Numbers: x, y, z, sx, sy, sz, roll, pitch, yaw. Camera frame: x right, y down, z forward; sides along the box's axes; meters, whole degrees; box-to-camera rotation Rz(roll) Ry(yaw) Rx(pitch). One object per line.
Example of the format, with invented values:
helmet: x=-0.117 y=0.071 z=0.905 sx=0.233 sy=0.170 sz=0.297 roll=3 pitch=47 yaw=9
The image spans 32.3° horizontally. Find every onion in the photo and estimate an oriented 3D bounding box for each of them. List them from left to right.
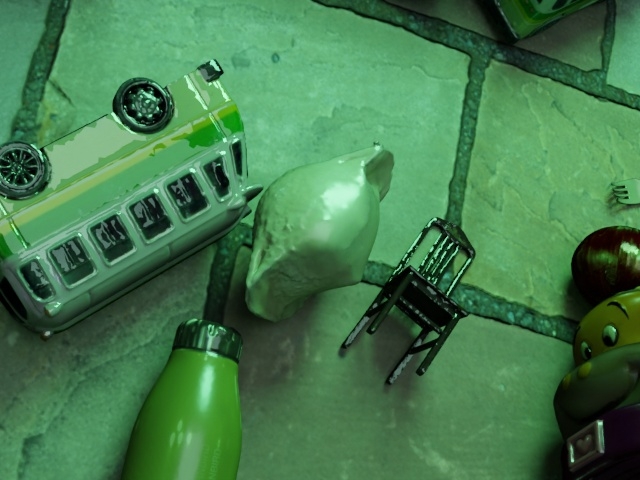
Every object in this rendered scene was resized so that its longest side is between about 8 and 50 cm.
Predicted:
onion: x=0.354 y=0.036 z=1.319 sx=0.118 sy=0.117 sz=0.119 roll=6 pitch=54 yaw=-9

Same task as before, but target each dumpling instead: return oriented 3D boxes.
dumpling: x=-0.003 y=0.003 z=1.175 sx=0.126 sy=0.166 sz=0.216 roll=8 pitch=59 yaw=12

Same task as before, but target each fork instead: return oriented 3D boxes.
fork: x=0.460 y=-0.075 z=1.442 sx=0.219 sy=0.028 sz=0.034 roll=-10 pitch=71 yaw=-26

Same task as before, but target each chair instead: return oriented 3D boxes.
chair: x=0.123 y=0.052 z=1.238 sx=0.084 sy=0.101 sz=0.212 roll=40 pitch=67 yaw=-5

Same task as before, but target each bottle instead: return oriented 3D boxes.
bottle: x=-0.134 y=0.210 z=1.094 sx=0.112 sy=0.112 sz=0.260 roll=16 pitch=70 yaw=-15

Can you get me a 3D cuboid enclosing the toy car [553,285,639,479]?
toy car: x=0.423 y=0.200 z=1.236 sx=0.340 sy=0.271 sz=0.240 roll=19 pitch=53 yaw=-17

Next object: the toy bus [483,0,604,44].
toy bus: x=0.341 y=-0.374 z=1.404 sx=0.276 sy=0.164 sz=0.134 roll=-29 pitch=87 yaw=-24

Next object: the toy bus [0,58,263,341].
toy bus: x=-0.206 y=-0.043 z=1.124 sx=0.305 sy=0.143 sz=0.179 roll=-32 pitch=90 yaw=-25
